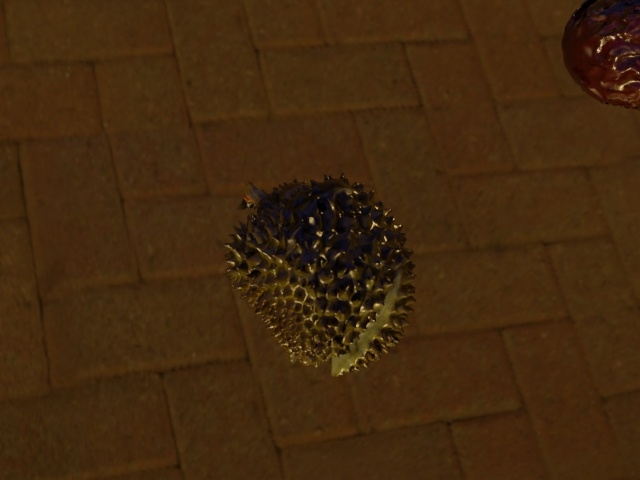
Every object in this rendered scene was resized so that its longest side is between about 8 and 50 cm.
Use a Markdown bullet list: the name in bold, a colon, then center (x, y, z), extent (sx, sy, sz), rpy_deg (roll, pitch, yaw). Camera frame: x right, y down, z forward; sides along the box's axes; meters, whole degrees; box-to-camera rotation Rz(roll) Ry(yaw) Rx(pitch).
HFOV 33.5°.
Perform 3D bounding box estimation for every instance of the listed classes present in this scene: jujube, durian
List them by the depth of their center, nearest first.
- **jujube**: center (0.268, -0.144, 0.814), extent (0.166, 0.104, 0.104), rpy_deg (12, 51, 41)
- **durian**: center (0.000, 0.000, 1.033), extent (0.193, 0.138, 0.237), rpy_deg (-28, 61, -31)
